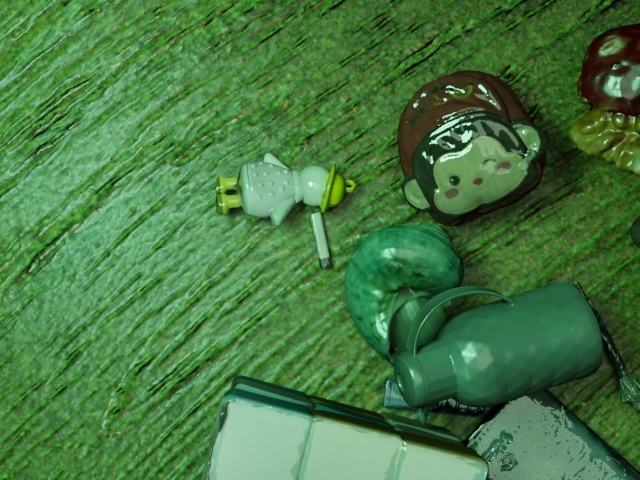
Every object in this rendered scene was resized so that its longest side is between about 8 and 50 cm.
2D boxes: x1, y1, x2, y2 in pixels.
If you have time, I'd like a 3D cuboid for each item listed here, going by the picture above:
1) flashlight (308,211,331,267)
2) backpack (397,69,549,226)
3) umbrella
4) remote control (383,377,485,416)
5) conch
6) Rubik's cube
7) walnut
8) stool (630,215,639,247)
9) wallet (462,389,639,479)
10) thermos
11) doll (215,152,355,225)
[{"bbox_3d":[0.000,0.000,1.669,0.018,0.018,0.083,-12,87,-3],"label":"flashlight"},{"bbox_3d":[0.215,-0.142,1.632,0.229,0.139,0.229,2,98,13],"label":"backpack"},{"bbox_3d":[0.438,0.185,1.672,0.044,0.044,0.269,-35,80,34],"label":"umbrella"},{"bbox_3d":[0.170,0.235,1.659,0.152,0.027,0.043,7,91,0],"label":"remote control"},{"bbox_3d":[0.126,0.060,1.619,0.202,0.134,0.196,-40,130,-9],"label":"conch"},{"bbox_3d":[-0.001,0.392,1.487,0.347,0.344,0.347,16,88,0],"label":"Rubik's cube"},{"bbox_3d":[0.497,-0.185,1.581,0.269,0.244,0.221,8,131,18],"label":"walnut"},{"bbox_3d":[0.633,0.044,1.589,0.310,0.226,0.310,-23,87,-4],"label":"stool"},{"bbox_3d":[0.385,0.384,1.648,0.379,0.046,0.190,41,85,1],"label":"wallet"},{"bbox_3d":[0.242,0.146,1.573,0.287,0.145,0.182,-14,108,-17],"label":"thermos"},{"bbox_3d":[-0.051,-0.076,1.641,0.207,0.081,0.129,-3,55,-6],"label":"doll"}]
